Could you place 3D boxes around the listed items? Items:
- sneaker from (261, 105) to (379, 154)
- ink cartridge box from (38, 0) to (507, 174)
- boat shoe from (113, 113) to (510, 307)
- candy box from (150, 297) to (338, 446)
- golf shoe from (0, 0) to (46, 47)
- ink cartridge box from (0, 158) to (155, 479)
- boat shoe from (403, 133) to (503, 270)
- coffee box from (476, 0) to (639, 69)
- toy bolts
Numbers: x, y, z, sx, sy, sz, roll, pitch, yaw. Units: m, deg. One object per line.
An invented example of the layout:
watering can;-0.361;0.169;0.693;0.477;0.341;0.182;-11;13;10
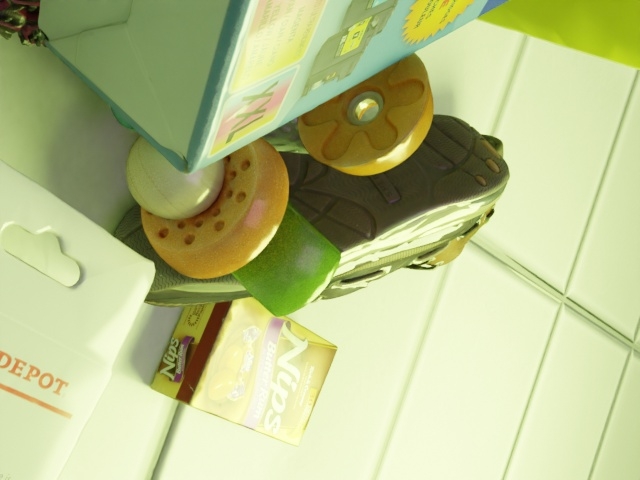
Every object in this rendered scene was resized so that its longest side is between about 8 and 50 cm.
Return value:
sneaker;0.012;-0.121;0.952;0.235;0.090;0.094;27;64;-55
ink cartridge box;0.045;-0.242;0.609;0.395;0.151;0.270;-36;163;-36
boat shoe;0.000;0.000;0.873;0.356;0.132;0.130;-13;144;-23
candy box;-0.064;0.116;0.950;0.187;0.053;0.109;36;73;-55
golf shoe;-0.222;-0.178;0.620;0.186;0.067;0.085;10;60;-49
ink cartridge box;-0.268;0.119;0.611;0.207;0.119;0.353;43;69;-51
boat shoe;0.113;-0.016;1.090;0.307;0.111;0.104;-32;126;-44
coffee box;0.293;-0.390;0.929;0.334;0.338;0.338;-25;125;-26
toy bolts;-0.063;-0.099;0.703;0.218;0.228;0.158;-48;142;0
